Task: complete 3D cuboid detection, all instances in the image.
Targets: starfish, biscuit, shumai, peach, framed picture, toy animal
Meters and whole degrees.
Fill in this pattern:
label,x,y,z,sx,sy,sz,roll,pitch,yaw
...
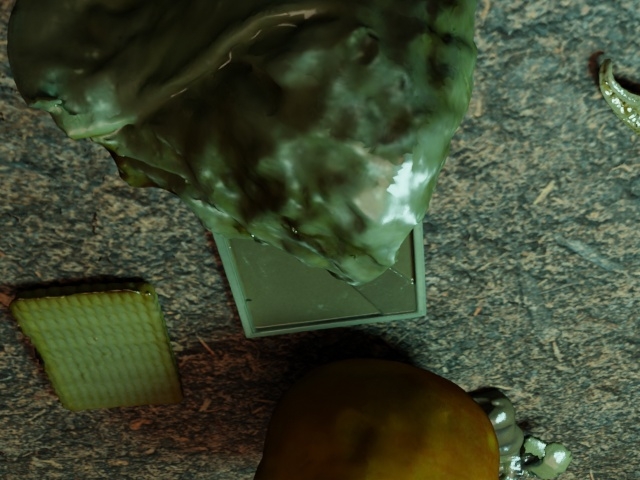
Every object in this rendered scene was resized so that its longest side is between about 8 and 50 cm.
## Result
label,x,y,z,sx,sy,sz,roll,pitch,yaw
starfish,0.389,-0.131,0.805,0.247,0.050,0.138,27,127,-34
biscuit,-0.278,0.139,1.041,0.172,0.029,0.254,-4,138,-1
shumai,-0.070,-0.127,0.563,0.289,0.330,0.292,16,123,-19
peach,0.076,0.323,1.038,0.302,0.342,0.342,10,139,15
framed picture,0.000,0.000,0.926,0.241,0.020,0.324,-8,137,3
toy animal,0.282,0.311,1.237,0.186,0.093,0.214,-16,129,-1
